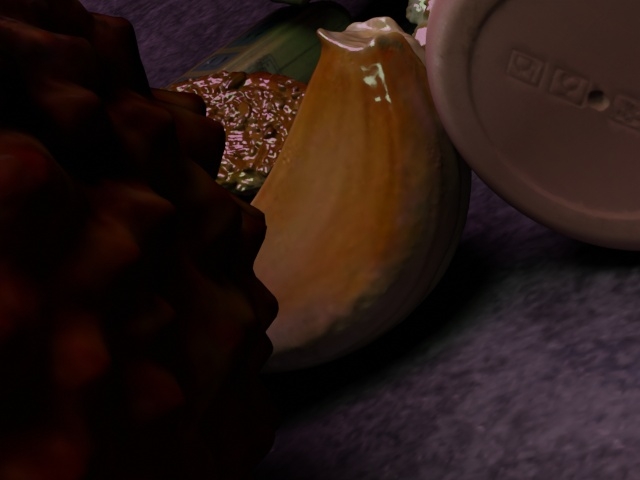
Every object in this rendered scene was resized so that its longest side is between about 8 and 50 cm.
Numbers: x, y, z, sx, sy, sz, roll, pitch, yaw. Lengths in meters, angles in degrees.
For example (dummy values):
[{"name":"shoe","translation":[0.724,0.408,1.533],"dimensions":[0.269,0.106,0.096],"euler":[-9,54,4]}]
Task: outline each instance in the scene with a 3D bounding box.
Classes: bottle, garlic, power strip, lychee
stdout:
[{"name":"bottle","translation":[0.178,-0.156,0.742],"dimensions":[0.173,0.206,0.297],"euler":[-3,32,37]},{"name":"garlic","translation":[0.003,0.003,0.757],"dimensions":[0.207,0.128,0.115],"euler":[-47,54,5]},{"name":"power strip","translation":[-0.136,-0.061,1.140],"dimensions":[0.387,0.066,0.092],"euler":[-39,21,-19]},{"name":"lychee","translation":[-0.257,0.065,0.568],"dimensions":[0.499,0.425,0.424],"euler":[-11,17,-17]}]

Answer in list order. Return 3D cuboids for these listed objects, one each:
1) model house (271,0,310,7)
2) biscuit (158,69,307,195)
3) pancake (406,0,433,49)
[{"name":"model house","translation":[0.041,-0.342,1.204],"dimensions":[0.342,0.335,0.382],"euler":[-28,18,36]},{"name":"biscuit","translation":[-0.075,-0.076,1.050],"dimensions":[0.206,0.025,0.126],"euler":[2,43,26]},{"name":"pancake","translation":[0.119,-0.203,0.935],"dimensions":[0.197,0.054,0.377],"euler":[31,84,24]}]
